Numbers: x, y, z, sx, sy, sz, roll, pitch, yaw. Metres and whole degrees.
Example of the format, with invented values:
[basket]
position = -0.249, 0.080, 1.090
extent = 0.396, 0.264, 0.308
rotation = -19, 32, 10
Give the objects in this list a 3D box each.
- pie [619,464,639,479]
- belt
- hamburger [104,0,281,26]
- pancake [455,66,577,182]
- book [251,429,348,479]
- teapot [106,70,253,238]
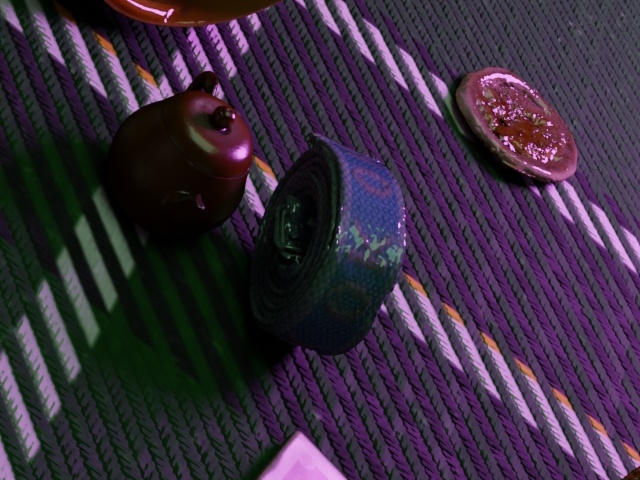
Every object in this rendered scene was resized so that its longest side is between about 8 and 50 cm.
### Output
[pie]
position = 0.366, 0.168, 1.575
extent = 0.354, 0.288, 0.103
rotation = -17, 69, -52
[belt]
position = 0.000, 0.005, 1.492
extent = 0.082, 0.148, 0.163
rotation = 26, 11, -22
[hamburger]
position = -0.109, -0.328, 1.597
extent = 0.274, 0.274, 0.212
rotation = 6, 50, -42
[pancake]
position = 0.194, -0.110, 1.901
extent = 0.151, 0.025, 0.152
rotation = 29, 38, -25
[book]
position = 0.028, 0.256, 1.372
extent = 0.232, 0.022, 0.162
rotation = 45, 33, -1
[teapot]
position = -0.099, -0.070, 1.489
extent = 0.116, 0.116, 0.173
rotation = 29, 38, -23
